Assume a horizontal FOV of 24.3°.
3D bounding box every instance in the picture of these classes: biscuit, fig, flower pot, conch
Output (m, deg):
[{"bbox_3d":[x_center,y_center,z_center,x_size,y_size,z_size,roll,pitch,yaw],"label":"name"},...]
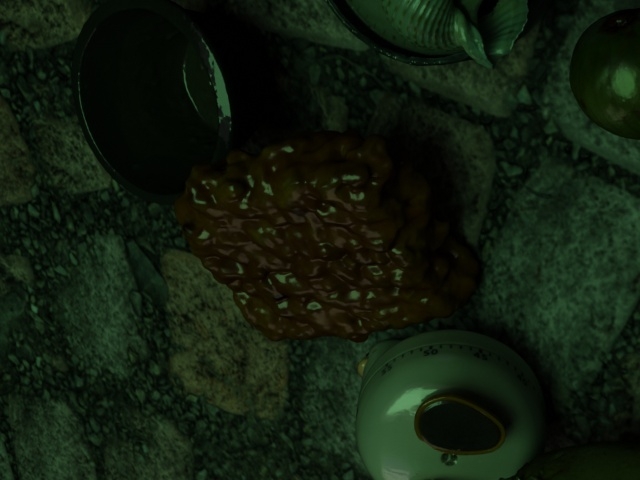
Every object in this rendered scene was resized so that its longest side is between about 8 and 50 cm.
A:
[{"bbox_3d":[0.000,0.000,1.774,0.318,0.110,0.312,-5,139,28],"label":"biscuit"},{"bbox_3d":[0.363,-0.131,1.551,0.149,0.149,0.245,-15,121,40],"label":"fig"},{"bbox_3d":[-0.165,-0.191,1.877,0.269,0.166,0.269,16,117,35],"label":"flower pot"},{"bbox_3d":[0.140,-0.261,1.571,0.153,0.102,0.135,30,116,-15],"label":"conch"}]

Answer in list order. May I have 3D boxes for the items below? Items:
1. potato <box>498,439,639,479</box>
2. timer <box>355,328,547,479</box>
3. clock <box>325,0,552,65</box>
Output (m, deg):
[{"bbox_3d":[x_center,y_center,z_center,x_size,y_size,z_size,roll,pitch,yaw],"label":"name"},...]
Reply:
[{"bbox_3d":[0.376,0.339,1.633,0.359,0.219,0.269,-8,132,29],"label":"potato"},{"bbox_3d":[0.155,0.209,1.800,0.234,0.240,0.233,3,118,5],"label":"timer"},{"bbox_3d":[0.122,-0.354,1.658,0.325,0.067,0.325,14,115,33],"label":"clock"}]
